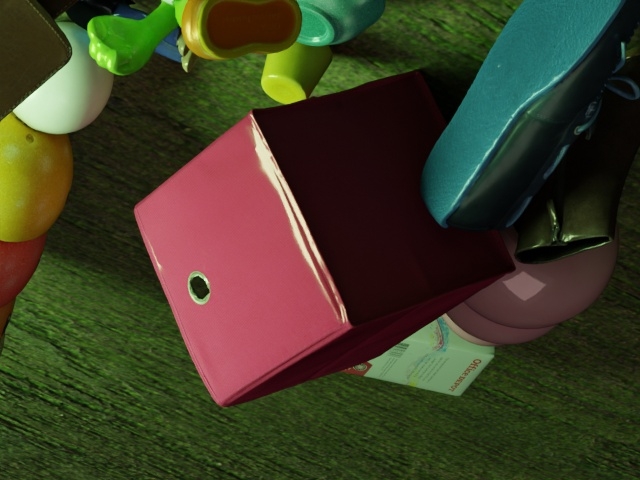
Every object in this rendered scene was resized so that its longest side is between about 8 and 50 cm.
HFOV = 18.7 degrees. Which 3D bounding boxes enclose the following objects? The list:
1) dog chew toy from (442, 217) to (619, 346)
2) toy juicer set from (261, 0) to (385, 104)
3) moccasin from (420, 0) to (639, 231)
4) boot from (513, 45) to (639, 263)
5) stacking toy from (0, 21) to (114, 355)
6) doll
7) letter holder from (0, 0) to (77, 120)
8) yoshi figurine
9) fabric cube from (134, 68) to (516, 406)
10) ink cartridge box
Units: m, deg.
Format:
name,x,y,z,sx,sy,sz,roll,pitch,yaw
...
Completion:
name,x,y,z,sx,sy,sz,roll,pitch,yaw
dog chew toy,0.222,0.029,2.277,0.206,0.207,0.332,9,157,-6
toy juicer set,-0.033,-0.265,1.929,0.209,0.089,0.329,29,153,-13
moccasin,0.230,-0.152,1.982,0.117,0.138,0.342,16,127,-34
boot,0.312,-0.087,2.042,0.248,0.207,0.090,-18,143,34
stacking toy,-0.390,-0.066,2.161,0.350,0.350,0.480,27,129,-32
doll,-0.213,-0.228,1.995,0.189,0.046,0.129,23,161,10
letter holder,-0.342,-0.285,1.796,0.214,0.152,0.302,-38,136,10
yoshi figurine,-0.158,-0.268,1.711,0.203,0.203,0.362,54,169,-29
fabric cube,0.000,0.000,2.109,0.259,0.254,0.258,-16,168,-40
ink cartridge box,0.122,0.104,2.477,0.176,0.127,0.128,14,148,-13
